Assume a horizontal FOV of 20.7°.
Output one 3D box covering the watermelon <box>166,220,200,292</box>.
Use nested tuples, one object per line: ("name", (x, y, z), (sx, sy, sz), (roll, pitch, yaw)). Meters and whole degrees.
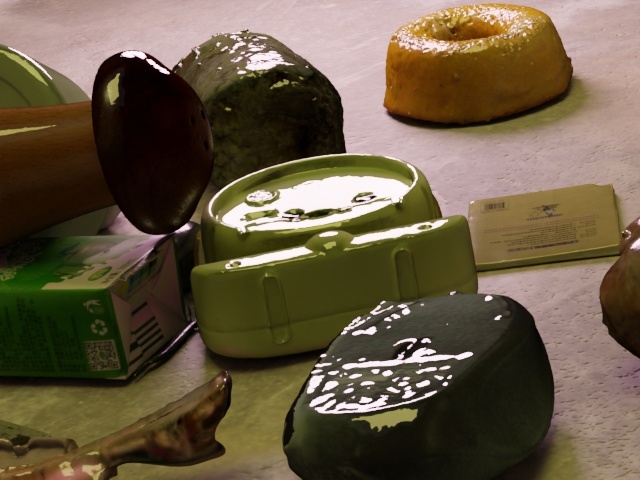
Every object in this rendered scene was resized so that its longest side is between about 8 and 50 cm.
("watermelon", (-0.160, 0.018, 1.944), (0.078, 0.078, 0.111), (-4, 22, 17))

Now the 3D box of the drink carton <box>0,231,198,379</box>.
("drink carton", (-0.282, 0.071, 1.822), (0.271, 0.108, 0.161), (-2, 20, 26))

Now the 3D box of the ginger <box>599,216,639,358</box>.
("ginger", (0.362, 0.041, 1.547), (0.244, 0.155, 0.304), (8, 35, 26))

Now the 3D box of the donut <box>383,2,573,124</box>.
("donut", (0.212, -0.251, 2.416), (0.277, 0.108, 0.277), (-9, 21, 3))

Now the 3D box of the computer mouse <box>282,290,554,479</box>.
("computer mouse", (0.082, 0.139, 1.455), (0.203, 0.114, 0.374), (-6, 13, 20))

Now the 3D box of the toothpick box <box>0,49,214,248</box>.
("toothpick box", (-0.258, -0.085, 1.818), (0.294, 0.192, 0.192), (-10, 20, 17))

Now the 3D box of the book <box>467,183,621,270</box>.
("book", (0.242, -0.017, 1.921), (0.168, 0.013, 0.192), (-7, 21, 10))

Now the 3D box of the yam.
("yam", (-0.081, -0.158, 2.213), (0.195, 0.195, 0.300), (-14, 20, -10))

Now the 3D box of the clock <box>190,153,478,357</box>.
("clock", (0.000, 0.000, 1.851), (0.286, 0.117, 0.348), (-11, 20, -3))

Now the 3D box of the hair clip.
("hair clip", (-0.207, 0.195, 1.506), (0.300, 0.069, 0.173), (-19, 18, 6))

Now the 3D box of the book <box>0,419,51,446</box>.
("book", (-0.348, 0.210, 1.622), (0.118, 0.012, 0.172), (8, 27, 42))

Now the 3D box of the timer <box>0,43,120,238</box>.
("timer", (-0.339, -0.083, 2.105), (0.290, 0.291, 0.315), (-1, 0, 24))
